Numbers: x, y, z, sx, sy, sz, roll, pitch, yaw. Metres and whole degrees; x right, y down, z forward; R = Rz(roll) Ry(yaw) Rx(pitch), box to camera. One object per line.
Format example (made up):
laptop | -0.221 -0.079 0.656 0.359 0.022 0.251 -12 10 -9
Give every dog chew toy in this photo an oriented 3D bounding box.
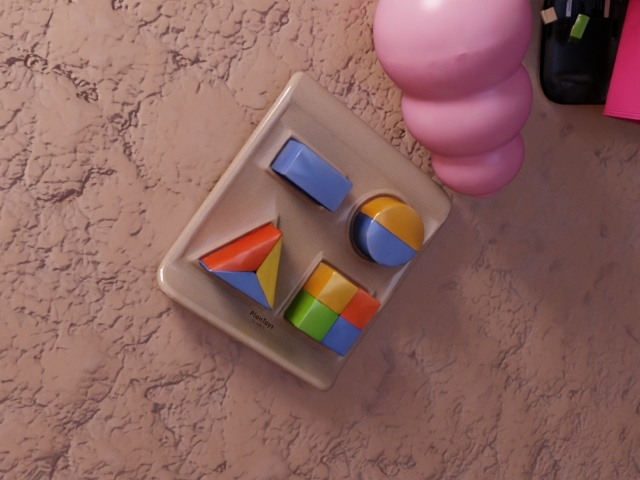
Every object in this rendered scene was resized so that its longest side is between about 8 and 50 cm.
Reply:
dog chew toy | 0.194 -0.208 1.185 0.206 0.206 0.332 -29 121 -18

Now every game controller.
game controller | 0.417 -0.368 1.342 0.166 0.067 0.319 -2 102 -12

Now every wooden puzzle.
wooden puzzle | 0.000 0.000 1.192 0.322 0.080 0.348 36 84 -28

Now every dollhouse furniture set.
dollhouse furniture set | 0.316 -0.337 1.287 0.151 0.058 0.076 21 100 9

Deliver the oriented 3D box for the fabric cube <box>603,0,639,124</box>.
fabric cube | 0.605 -0.283 1.299 0.259 0.254 0.258 -1 102 -52
